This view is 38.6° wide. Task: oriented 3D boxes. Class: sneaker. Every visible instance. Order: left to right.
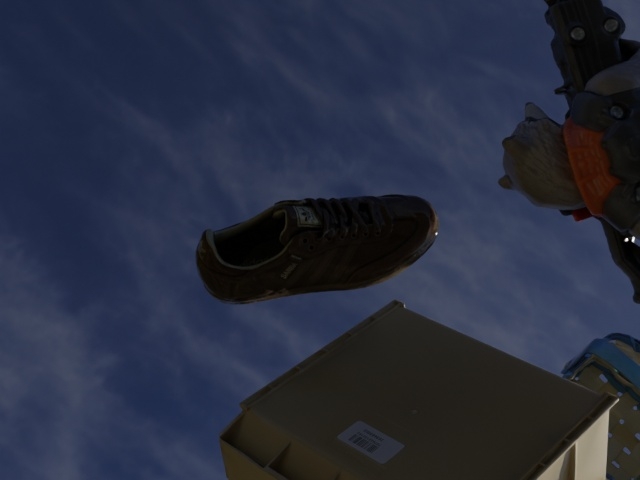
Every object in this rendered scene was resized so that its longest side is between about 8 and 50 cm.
[{"bbox_3d":[0.000,0.000,0.682,0.188,0.066,0.071,-17,-30,-5],"label":"sneaker"}]

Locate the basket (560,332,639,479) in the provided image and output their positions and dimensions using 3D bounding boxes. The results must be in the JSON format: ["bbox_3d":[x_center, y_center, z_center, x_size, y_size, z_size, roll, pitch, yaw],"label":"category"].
[{"bbox_3d":[0.444,0.248,1.293,0.255,0.289,0.201,43,-99,8],"label":"basket"}]

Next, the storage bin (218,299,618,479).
[{"bbox_3d":[0.088,0.199,0.831,0.262,0.260,0.123,23,-49,40],"label":"storage bin"}]

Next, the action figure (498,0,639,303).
[{"bbox_3d":[0.290,-0.134,0.734,0.330,0.178,0.341,-24,-95,4],"label":"action figure"}]
